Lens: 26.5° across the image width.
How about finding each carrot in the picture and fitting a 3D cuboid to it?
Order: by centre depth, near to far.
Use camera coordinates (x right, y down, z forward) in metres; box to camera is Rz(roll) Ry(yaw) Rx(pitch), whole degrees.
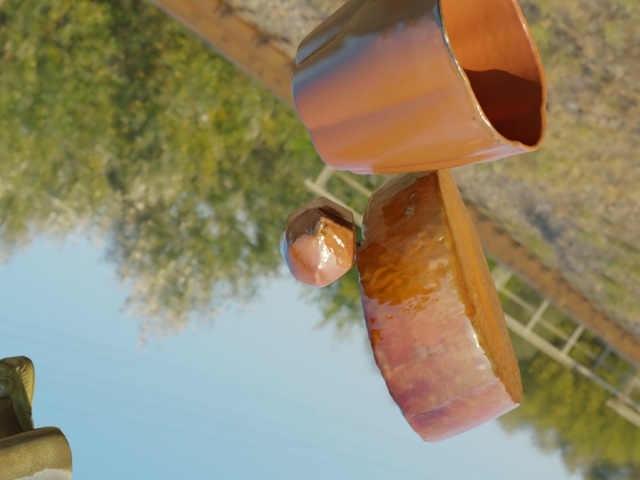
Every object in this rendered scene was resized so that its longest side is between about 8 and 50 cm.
[{"bbox_3d":[0.114,0.051,1.275,0.307,0.100,0.258,-47,-57,-75],"label":"carrot"}]

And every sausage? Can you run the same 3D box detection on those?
[{"bbox_3d":[0.000,0.001,1.087,0.065,0.065,0.169,34,-174,-3],"label":"sausage"}]

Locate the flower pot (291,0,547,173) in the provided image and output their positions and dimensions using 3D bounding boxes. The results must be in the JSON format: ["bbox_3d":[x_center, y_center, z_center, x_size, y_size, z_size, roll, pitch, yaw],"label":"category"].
[{"bbox_3d":[0.079,-0.137,1.160,0.190,0.173,0.191,34,-134,-45],"label":"flower pot"}]

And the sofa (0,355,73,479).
[{"bbox_3d":[-0.266,0.231,0.930,0.200,0.258,0.182,-13,-136,-33],"label":"sofa"}]
